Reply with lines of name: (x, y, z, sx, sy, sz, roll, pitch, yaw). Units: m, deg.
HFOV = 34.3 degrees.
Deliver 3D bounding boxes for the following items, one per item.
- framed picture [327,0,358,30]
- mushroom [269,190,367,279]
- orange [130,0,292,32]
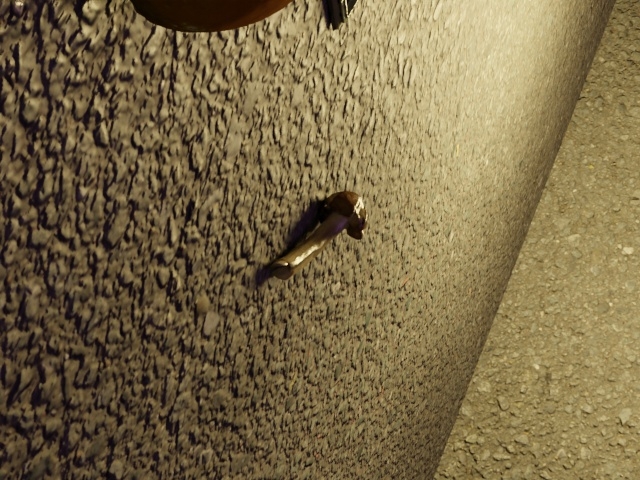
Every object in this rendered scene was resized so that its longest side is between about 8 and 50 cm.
framed picture: (0.066, -0.404, 1.114, 0.293, 0.018, 0.231, -61, 158, -28)
mushroom: (0.000, 0.000, 1.231, 0.187, 0.061, 0.060, -45, 153, -45)
orange: (-0.068, -0.236, 0.677, 0.179, 0.158, 0.237, -44, 151, -24)
